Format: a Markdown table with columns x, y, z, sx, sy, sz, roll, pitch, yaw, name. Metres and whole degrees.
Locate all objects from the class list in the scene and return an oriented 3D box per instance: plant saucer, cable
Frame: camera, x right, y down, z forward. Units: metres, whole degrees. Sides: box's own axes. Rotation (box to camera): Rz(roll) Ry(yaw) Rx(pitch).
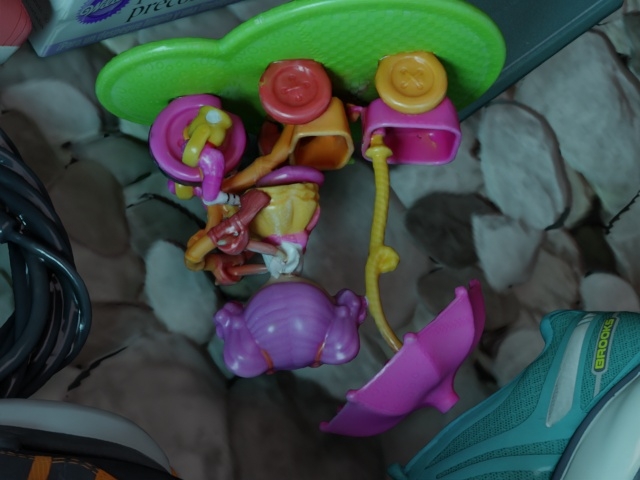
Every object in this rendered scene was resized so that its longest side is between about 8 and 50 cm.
| x | y | z | sx | sy | sz | roll | pitch | yaw | name |
| --- | --- | --- | --- | --- | --- | --- | --- | --- | --- |
| 0.090 | -0.114 | 0.838 | 0.192 | 0.018 | 0.067 | -36 | 91 | -40 | plant saucer |
| -0.172 | -0.001 | 0.613 | 0.184 | 0.047 | 0.150 | 20 | 49 | -14 | cable |

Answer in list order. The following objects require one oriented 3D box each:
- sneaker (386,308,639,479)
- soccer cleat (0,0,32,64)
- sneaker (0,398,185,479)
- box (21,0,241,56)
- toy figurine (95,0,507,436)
| x | y | z | sx | sy | sz | roll | pitch | yaw | name |
| --- | --- | --- | --- | --- | --- | --- | --- | --- | --- |
| 0.065 | 0.132 | 0.634 | 0.275 | 0.110 | 0.107 | -47 | 132 | -27 | sneaker |
| -0.212 | -0.198 | 0.685 | 0.116 | 0.108 | 0.318 | 22 | 37 | -55 | soccer cleat |
| -0.146 | 0.108 | 0.451 | 0.321 | 0.180 | 0.124 | -2 | 104 | -30 | sneaker |
| -0.005 | -0.165 | 0.790 | 0.324 | 0.063 | 0.067 | -21 | 73 | -37 | box |
| 0.000 | 0.000 | 0.669 | 0.173 | 0.130 | 0.159 | -4 | 68 | -6 | toy figurine |
